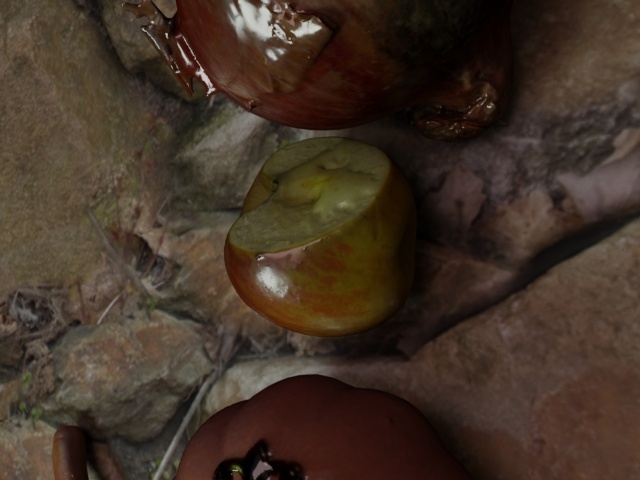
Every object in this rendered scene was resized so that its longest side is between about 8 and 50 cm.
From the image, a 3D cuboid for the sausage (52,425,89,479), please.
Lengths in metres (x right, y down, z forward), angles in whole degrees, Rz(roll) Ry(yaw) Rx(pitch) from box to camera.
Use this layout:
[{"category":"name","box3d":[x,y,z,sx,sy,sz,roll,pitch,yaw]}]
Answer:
[{"category":"sausage","box3d":[-0.265,0.284,0.951,0.040,0.047,0.176,-60,43,36]}]

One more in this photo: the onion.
[{"category":"onion","box3d":[0.017,-0.241,0.718,0.354,0.354,0.353,-6,78,30]}]

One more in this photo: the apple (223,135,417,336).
[{"category":"apple","box3d":[0.000,0.000,0.783,0.173,0.160,0.195,7,41,13]}]

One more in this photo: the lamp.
[{"category":"lamp","box3d":[-0.015,0.262,0.699,0.305,0.240,0.305,-7,77,31]}]
